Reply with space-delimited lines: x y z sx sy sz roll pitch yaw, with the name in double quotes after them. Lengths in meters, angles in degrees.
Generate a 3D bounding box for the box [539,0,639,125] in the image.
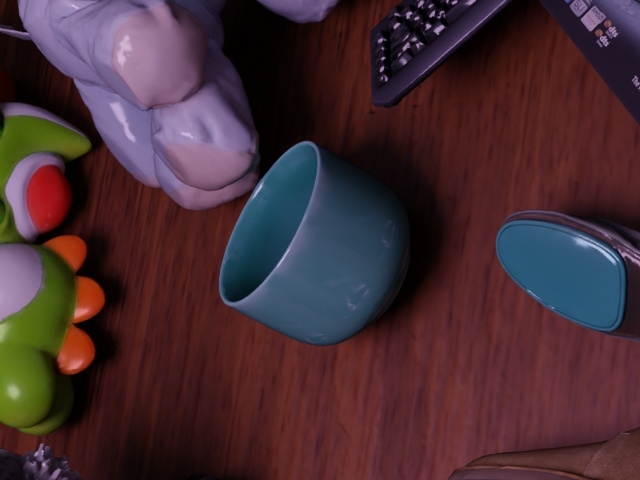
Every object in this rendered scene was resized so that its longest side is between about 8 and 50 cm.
0.281 -0.153 0.844 0.242 0.076 0.307 -44 40 18 "box"

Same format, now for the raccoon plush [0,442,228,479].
-0.108 0.278 0.892 0.446 0.299 0.216 32 95 36 "raccoon plush"

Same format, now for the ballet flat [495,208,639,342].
0.209 0.029 0.899 0.213 0.068 0.072 24 121 38 "ballet flat"

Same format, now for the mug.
0.004 -0.001 1.019 0.129 0.097 0.157 -42 28 42 "mug"

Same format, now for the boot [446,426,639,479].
0.218 0.146 0.856 0.305 0.112 0.115 -4 44 38 "boot"

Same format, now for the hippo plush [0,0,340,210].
-0.090 -0.182 1.114 0.236 0.234 0.294 -44 51 -14 "hippo plush"

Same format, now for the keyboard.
0.148 -0.234 0.979 0.317 0.033 0.201 -40 21 27 "keyboard"

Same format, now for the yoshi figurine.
-0.314 0.004 1.199 0.203 0.203 0.362 -38 59 38 "yoshi figurine"
